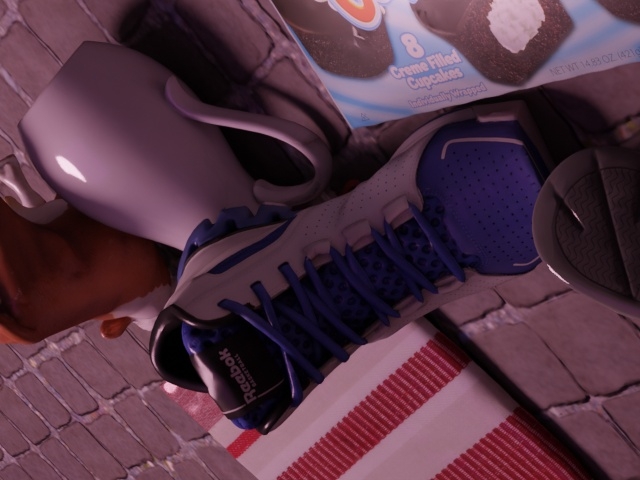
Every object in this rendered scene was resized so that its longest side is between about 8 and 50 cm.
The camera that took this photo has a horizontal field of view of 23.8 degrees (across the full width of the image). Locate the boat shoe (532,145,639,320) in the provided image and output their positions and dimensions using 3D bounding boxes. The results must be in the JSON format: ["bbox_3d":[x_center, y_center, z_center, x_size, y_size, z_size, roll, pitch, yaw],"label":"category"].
[{"bbox_3d":[0.273,0.042,0.853,0.320,0.103,0.118,25,98,22],"label":"boat shoe"}]

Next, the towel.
[{"bbox_3d":[0.051,0.158,1.221,0.329,0.037,0.237,43,127,-1],"label":"towel"}]

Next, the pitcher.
[{"bbox_3d":[-0.106,-0.068,1.131,0.207,0.125,0.178,38,129,-10],"label":"pitcher"}]

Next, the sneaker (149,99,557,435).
[{"bbox_3d":[0.009,0.039,0.985,0.315,0.182,0.127,-21,112,31],"label":"sneaker"}]

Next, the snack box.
[{"bbox_3d":[0.086,-0.174,0.840,0.322,0.060,0.187,-9,120,52],"label":"snack box"}]

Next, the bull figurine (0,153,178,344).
[{"bbox_3d":[-0.207,0.001,1.224,0.101,0.310,0.188,-36,85,14],"label":"bull figurine"}]

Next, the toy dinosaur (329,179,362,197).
[{"bbox_3d":[0.000,0.000,1.107,0.047,0.082,0.090,27,165,20],"label":"toy dinosaur"}]
